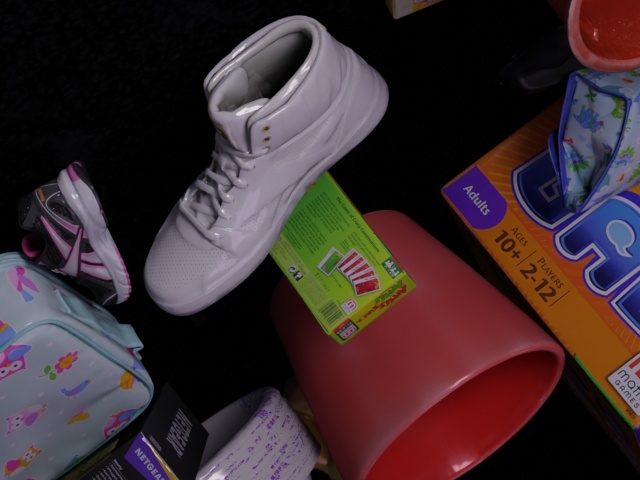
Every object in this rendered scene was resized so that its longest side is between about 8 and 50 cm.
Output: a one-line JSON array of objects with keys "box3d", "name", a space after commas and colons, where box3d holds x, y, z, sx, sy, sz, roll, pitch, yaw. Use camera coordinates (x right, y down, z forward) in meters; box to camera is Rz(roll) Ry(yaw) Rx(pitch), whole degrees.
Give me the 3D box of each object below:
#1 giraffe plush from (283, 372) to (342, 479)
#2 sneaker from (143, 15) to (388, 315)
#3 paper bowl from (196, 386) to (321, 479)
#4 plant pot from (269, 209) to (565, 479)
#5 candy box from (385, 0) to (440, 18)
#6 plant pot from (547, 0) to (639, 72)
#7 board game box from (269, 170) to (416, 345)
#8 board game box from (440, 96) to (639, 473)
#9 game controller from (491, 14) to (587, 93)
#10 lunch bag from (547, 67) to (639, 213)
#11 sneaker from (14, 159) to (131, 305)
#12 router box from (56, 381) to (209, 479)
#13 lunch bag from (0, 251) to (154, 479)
[{"box3d": [0.049, 0.221, 1.935, 0.181, 0.210, 0.170, -25, -168, 19], "name": "giraffe plush"}, {"box3d": [-0.081, -0.072, 1.369, 0.292, 0.108, 0.169, -49, 151, 3], "name": "sneaker"}, {"box3d": [-0.117, 0.304, 1.737, 0.284, 0.148, 0.284, -39, -174, 5], "name": "paper bowl"}, {"box3d": [0.086, 0.117, 1.710, 0.275, 0.243, 0.275, -29, 153, -16], "name": "plant pot"}, {"box3d": [0.151, -0.270, 1.371, 0.206, 0.027, 0.105, -23, 153, -7], "name": "candy box"}, {"box3d": [0.209, -0.311, 1.142, 0.272, 0.265, 0.272, -29, 152, -17], "name": "plant pot"}, {"box3d": [0.000, 0.000, 1.481, 0.092, 0.181, 0.043, -38, 154, 3], "name": "board game box"}, {"box3d": [0.414, 0.025, 1.831, 0.356, 0.356, 0.356, -37, 154, 0], "name": "board game box"}, {"box3d": [0.324, -0.245, 1.588, 0.319, 0.067, 0.166, -27, 168, -20], "name": "game controller"}, {"box3d": [0.308, -0.110, 1.610, 0.129, 0.096, 0.151, -22, 131, -37], "name": "lunch bag"}, {"box3d": [-0.220, 0.000, 1.359, 0.077, 0.072, 0.178, -22, 143, -7], "name": "sneaker"}, {"box3d": [-0.238, 0.267, 1.585, 0.243, 0.081, 0.309, -38, -177, 1], "name": "router box"}, {"box3d": [-0.283, 0.131, 1.431, 0.224, 0.108, 0.279, -40, 155, 0], "name": "lunch bag"}]
